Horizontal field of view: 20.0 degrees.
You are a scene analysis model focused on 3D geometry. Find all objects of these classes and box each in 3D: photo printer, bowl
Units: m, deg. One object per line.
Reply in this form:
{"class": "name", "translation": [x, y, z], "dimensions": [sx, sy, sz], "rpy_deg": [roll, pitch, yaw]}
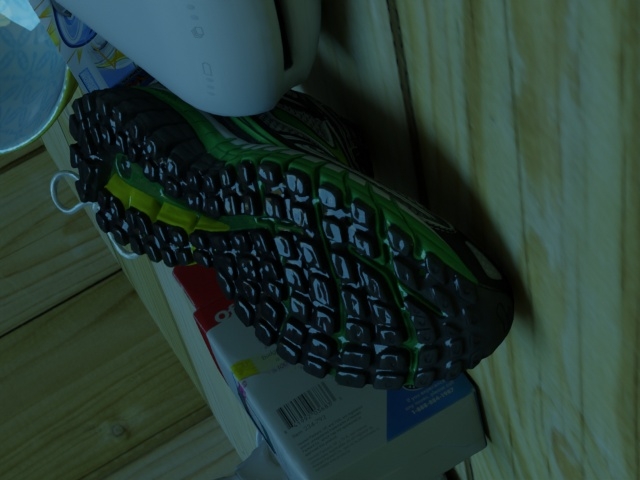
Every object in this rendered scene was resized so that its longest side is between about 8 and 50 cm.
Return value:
{"class": "photo printer", "translation": [-0.126, -0.217, 1.047], "dimensions": [0.307, 0.107, 0.256], "rpy_deg": [39, 162, 28]}
{"class": "bowl", "translation": [-0.298, -0.230, 1.539], "dimensions": [0.289, 0.156, 0.289], "rpy_deg": [16, 131, 19]}

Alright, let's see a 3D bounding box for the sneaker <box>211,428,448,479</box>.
{"class": "sneaker", "translation": [-0.035, 0.202, 1.600], "dimensions": [0.137, 0.210, 0.366], "rpy_deg": [65, 169, -20]}

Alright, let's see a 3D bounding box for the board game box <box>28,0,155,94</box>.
{"class": "board game box", "translation": [-0.146, -0.208, 1.232], "dimensions": [0.201, 0.136, 0.035], "rpy_deg": [57, -164, 18]}

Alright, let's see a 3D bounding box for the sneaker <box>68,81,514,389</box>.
{"class": "sneaker", "translation": [-0.006, -0.030, 1.109], "dimensions": [0.343, 0.146, 0.134], "rpy_deg": [33, 135, 40]}

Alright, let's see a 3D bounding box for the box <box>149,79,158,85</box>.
{"class": "box", "translation": [-0.121, -0.167, 1.321], "dimensions": [0.244, 0.100, 0.060], "rpy_deg": [61, 172, 1]}

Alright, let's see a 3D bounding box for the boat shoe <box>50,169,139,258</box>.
{"class": "boat shoe", "translation": [-0.172, -0.060, 1.703], "dimensions": [0.136, 0.156, 0.367], "rpy_deg": [61, 170, -1]}

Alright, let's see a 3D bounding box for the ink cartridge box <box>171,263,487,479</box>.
{"class": "ink cartridge box", "translation": [0.002, 0.083, 1.310], "dimensions": [0.231, 0.134, 0.078], "rpy_deg": [53, 168, 39]}
